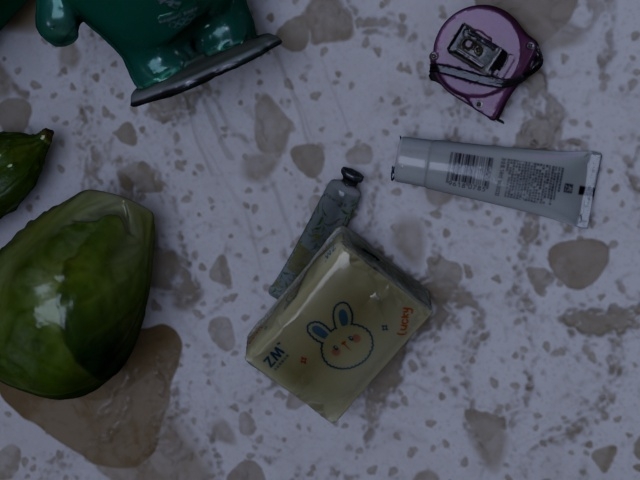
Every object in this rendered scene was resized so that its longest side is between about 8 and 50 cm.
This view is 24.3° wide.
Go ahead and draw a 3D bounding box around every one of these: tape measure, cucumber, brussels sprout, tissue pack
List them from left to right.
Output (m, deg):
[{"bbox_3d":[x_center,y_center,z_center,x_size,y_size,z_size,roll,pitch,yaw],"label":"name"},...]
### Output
[{"bbox_3d":[-0.446,-0.076,1.917,0.244,0.134,0.134,-29,89,11],"label":"cucumber"},{"bbox_3d":[-0.313,0.065,1.852,0.210,0.219,0.271,23,81,20],"label":"brussels sprout"},{"bbox_3d":[0.020,0.104,1.816,0.148,0.092,0.196,37,106,-9],"label":"tissue pack"},{"bbox_3d":[0.194,-0.215,1.752,0.125,0.074,0.118,31,102,7],"label":"tape measure"}]

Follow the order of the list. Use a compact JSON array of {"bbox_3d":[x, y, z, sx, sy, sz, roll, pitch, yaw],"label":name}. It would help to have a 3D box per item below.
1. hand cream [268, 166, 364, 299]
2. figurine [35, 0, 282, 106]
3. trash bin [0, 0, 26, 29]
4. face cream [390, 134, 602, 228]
[{"bbox_3d":[0.000,0.000,1.847,0.067,0.042,0.194,26,106,4],"label":"hand cream"},{"bbox_3d":[-0.201,-0.350,1.754,0.323,0.231,0.340,-23,103,-5],"label":"figurine"},{"bbox_3d":[-0.528,-0.286,1.847,0.381,0.295,0.259,-40,85,5],"label":"trash bin"},{"bbox_3d":[0.207,-0.080,1.778,0.243,0.058,0.092,10,93,8],"label":"face cream"}]
